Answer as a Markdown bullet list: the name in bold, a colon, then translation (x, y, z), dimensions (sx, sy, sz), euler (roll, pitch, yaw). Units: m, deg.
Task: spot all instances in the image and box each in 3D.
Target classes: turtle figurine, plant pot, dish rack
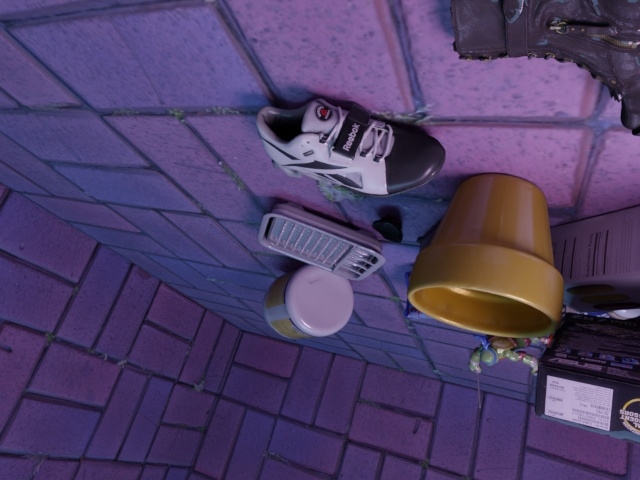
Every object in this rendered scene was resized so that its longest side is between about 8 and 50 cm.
- **turtle figurine**: translation (0.567, 0.368, 1.451), dimensions (0.275, 0.266, 0.198), euler (55, 132, 10)
- **plant pot**: translation (0.307, 0.023, 0.862), dimensions (0.254, 0.239, 0.254), euler (16, 159, 6)
- **dish rack**: translation (0.000, 0.000, 1.300), dimensions (0.332, 0.072, 0.285), euler (20, 160, -6)

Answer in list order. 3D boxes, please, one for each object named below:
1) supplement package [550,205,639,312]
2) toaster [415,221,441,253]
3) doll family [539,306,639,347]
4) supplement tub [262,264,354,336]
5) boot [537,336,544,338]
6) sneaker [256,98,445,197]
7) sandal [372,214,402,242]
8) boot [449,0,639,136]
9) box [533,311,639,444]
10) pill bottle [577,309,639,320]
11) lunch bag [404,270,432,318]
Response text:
- **supplement package**: translation (0.541, 0.039, 0.857), dimensions (0.139, 0.134, 0.244), euler (26, 158, -19)
- **toaster**: translation (0.315, 0.041, 1.086), dimensions (0.168, 0.110, 0.186), euler (20, 160, -2)
- **doll family**: translation (0.689, 0.210, 1.233), dimensions (0.262, 0.118, 0.163), euler (-5, 150, 3)
- **supplement tub**: translation (-0.057, 0.217, 1.655), dimensions (0.241, 0.241, 0.331), euler (25, 159, -18)
- **boot**: translation (0.566, 0.229, 1.353), dimensions (0.152, 0.073, 0.197), euler (10, 175, 40)
- **sneaker**: translation (0.035, -0.162, 0.789), dimensions (0.330, 0.122, 0.146), euler (9, 159, 23)
- **sandal**: translation (0.166, -0.033, 1.138), dimensions (0.067, 0.040, 0.179), euler (18, 175, 17)
- **boot**: translation (0.264, -0.222, 0.527), dimensions (0.229, 0.091, 0.263), euler (11, 155, 33)
- **box**: translation (0.555, 0.210, 0.703), dimensions (0.394, 0.097, 0.318), euler (5, -168, 33)
- **pill bottle**: translation (0.652, 0.130, 1.048), dimensions (0.094, 0.094, 0.169), euler (18, 159, 1)
- **lunch bag**: translation (0.415, 0.159, 1.320), dimensions (0.293, 0.138, 0.221), euler (12, 164, -32)
